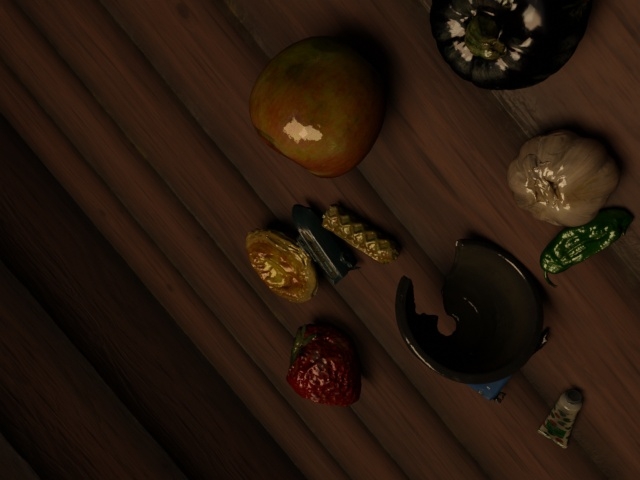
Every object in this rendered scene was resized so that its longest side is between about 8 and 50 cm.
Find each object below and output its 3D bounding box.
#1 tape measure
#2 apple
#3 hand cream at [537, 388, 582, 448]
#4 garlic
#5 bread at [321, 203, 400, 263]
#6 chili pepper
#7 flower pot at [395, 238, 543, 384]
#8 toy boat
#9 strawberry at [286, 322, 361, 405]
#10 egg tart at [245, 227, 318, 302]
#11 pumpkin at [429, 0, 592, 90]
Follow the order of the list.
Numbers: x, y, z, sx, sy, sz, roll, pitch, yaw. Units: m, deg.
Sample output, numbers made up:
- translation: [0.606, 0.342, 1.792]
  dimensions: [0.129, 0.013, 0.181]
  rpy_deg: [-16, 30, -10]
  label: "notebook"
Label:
- translation: [0.502, 0.325, 1.712]
  dimensions: [0.215, 0.098, 0.351]
  rpy_deg: [34, 140, 19]
  label: "tape measure"
- translation: [0.000, -0.327, 1.437]
  dimensions: [0.339, 0.339, 0.339]
  rpy_deg: [28, 140, 27]
  label: "apple"
- translation: [0.708, 0.524, 1.710]
  dimensions: [0.095, 0.059, 0.276]
  rpy_deg: [29, 145, 29]
  label: "hand cream"
- translation: [0.504, -0.126, 1.238]
  dimensions: [0.228, 0.152, 0.228]
  rpy_deg: [24, 140, 21]
  label: "garlic"
- translation: [0.127, -0.016, 1.796]
  dimensions: [0.269, 0.087, 0.098]
  rpy_deg: [33, 141, 22]
  label: "bread"
- translation: [0.592, 0.010, 1.335]
  dimensions: [0.100, 0.074, 0.257]
  rpy_deg: [46, 144, 5]
  label: "chili pepper"
- translation: [0.376, 0.216, 1.570]
  dimensions: [0.379, 0.379, 0.251]
  rpy_deg: [41, 162, 11]
  label: "flower pot"
- translation: [-0.001, 0.002, 1.927]
  dimensions: [0.122, 0.114, 0.296]
  rpy_deg: [-30, 99, 46]
  label: "toy boat"
- translation: [0.031, 0.475, 2.212]
  dimensions: [0.310, 0.291, 0.291]
  rpy_deg: [17, 140, -1]
  label: "strawberry"
- translation: [-0.126, 0.072, 2.110]
  dimensions: [0.341, 0.132, 0.341]
  rpy_deg: [29, 141, 27]
  label: "egg tart"
- translation: [0.323, -0.406, 1.066]
  dimensions: [0.296, 0.296, 0.296]
  rpy_deg: [28, 140, 27]
  label: "pumpkin"
